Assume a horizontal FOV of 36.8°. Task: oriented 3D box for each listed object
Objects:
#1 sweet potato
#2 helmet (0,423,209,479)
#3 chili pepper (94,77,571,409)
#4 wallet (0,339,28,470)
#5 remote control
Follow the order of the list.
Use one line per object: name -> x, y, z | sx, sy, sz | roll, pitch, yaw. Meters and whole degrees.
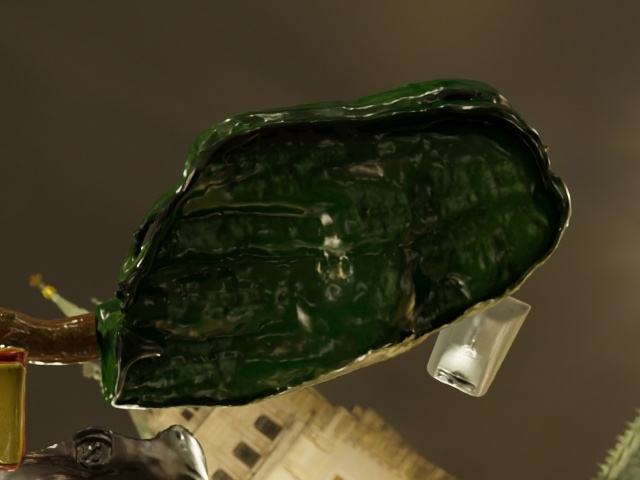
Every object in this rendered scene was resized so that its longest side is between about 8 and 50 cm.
sweet potato -> -0.266, 0.112, 1.114 | 0.281, 0.059, 0.067 | 5, -106, -27
helmet -> -0.273, 0.373, 1.248 | 0.306, 0.177, 0.225 | -5, -42, -29
chili pepper -> -0.004, -0.006, 0.744 | 0.385, 0.167, 0.213 | -21, -80, -14
wallet -> -0.418, 0.163, 0.972 | 0.241, 0.067, 0.141 | 4, -67, -7
remote control -> 0.237, 0.164, 1.505 | 0.055, 0.109, 0.313 | -60, -12, -32
